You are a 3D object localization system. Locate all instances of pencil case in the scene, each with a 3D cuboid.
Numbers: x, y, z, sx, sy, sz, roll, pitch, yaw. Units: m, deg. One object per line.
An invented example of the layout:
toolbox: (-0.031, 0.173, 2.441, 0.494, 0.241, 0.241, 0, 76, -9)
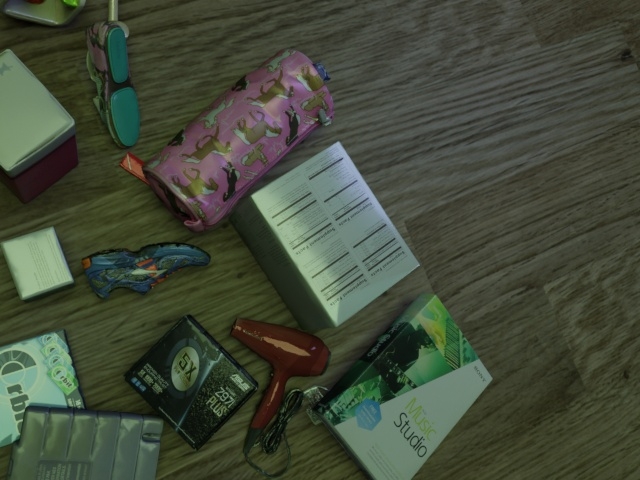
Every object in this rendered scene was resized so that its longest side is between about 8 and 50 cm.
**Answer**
pencil case: (-0.143, -0.185, 1.235, 0.386, 0.167, 0.160, -44, 128, -18)

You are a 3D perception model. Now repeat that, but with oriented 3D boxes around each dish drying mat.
dish drying mat: (-0.329, -0.129, 1.243, 0.083, 0.008, 0.032, 34, 72, -10)

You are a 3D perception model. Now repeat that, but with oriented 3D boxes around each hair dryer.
hair dryer: (-0.073, 0.264, 1.224, 0.223, 0.080, 0.294, -28, 90, -19)

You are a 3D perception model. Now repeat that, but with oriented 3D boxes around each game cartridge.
game cartridge: (-0.396, 0.454, 1.085, 0.230, 0.068, 0.355, 10, 84, -16)

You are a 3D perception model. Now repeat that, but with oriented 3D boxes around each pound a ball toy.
pound a ball toy: (-0.474, -0.508, 1.212, 0.208, 0.135, 0.319, 1, 80, -43)

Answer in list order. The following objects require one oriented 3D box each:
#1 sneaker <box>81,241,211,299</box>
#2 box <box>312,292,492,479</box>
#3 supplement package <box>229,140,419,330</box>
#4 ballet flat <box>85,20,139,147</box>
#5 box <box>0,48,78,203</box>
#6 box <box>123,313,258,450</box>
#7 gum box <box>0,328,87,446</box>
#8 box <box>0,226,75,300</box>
sneaker: (-0.305, 0.051, 1.194, 0.221, 0.083, 0.087, -8, 97, -13)
box: (0.166, 0.290, 1.273, 0.322, 0.058, 0.232, -44, 110, -23)
supplement package: (0.000, 0.000, 1.225, 0.198, 0.199, 0.263, -34, 92, -20)
ballet flat: (-0.378, -0.278, 1.203, 0.077, 0.079, 0.222, -39, 133, -52)
box: (-0.489, -0.172, 1.080, 0.127, 0.232, 0.149, -43, 95, -19)
box: (-0.220, 0.242, 1.157, 0.147, 0.077, 0.180, -44, 89, -6)
gum box: (-0.499, 0.249, 1.112, 0.184, 0.041, 0.157, -16, 88, -18)
box: (-0.471, 0.043, 1.122, 0.087, 0.102, 0.101, -21, 89, -21)
